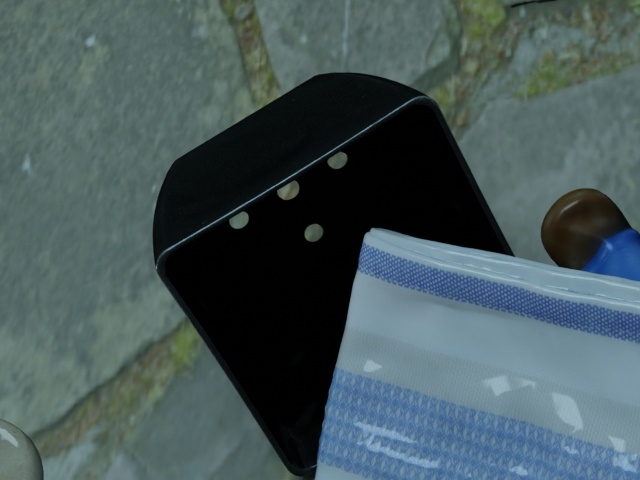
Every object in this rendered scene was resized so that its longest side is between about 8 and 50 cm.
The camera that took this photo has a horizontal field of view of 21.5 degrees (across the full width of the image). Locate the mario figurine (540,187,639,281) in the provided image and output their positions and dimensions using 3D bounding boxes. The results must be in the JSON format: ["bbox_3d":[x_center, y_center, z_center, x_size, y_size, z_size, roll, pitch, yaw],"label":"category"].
[{"bbox_3d":[0.230,0.039,0.899,0.198,0.170,0.320,-58,30,20],"label":"mario figurine"}]

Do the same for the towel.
[{"bbox_3d":[0.085,0.145,0.850,0.209,0.034,0.285,14,94,26],"label":"towel"}]

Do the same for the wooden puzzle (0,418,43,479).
[{"bbox_3d":[-0.282,0.263,0.828,0.322,0.080,0.348,-34,32,11],"label":"wooden puzzle"}]

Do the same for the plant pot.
[{"bbox_3d":[0.000,0.000,1.071,0.188,0.187,0.167,-32,30,-2],"label":"plant pot"}]
